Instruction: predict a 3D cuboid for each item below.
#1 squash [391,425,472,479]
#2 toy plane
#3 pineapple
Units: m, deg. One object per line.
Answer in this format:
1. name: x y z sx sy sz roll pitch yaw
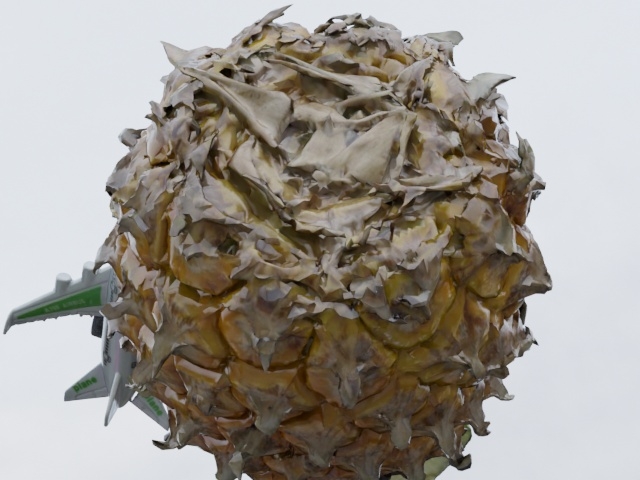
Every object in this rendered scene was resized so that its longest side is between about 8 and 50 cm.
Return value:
1. squash: 0.008 0.204 1.801 0.155 0.204 0.237 -4 -35 -50
2. toy plane: -0.190 0.071 1.693 0.251 0.101 0.255 15 -61 5
3. pineapple: 0.003 0.001 1.203 0.352 0.352 0.300 0 -32 -3
